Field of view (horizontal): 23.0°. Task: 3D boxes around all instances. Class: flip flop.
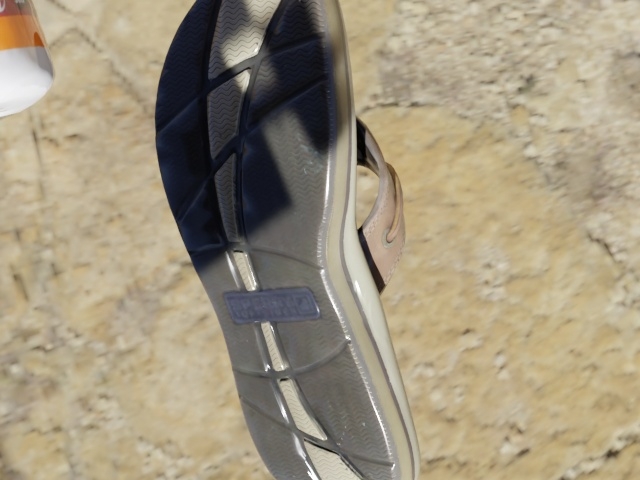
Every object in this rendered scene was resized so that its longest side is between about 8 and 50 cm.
[{"bbox_3d":[0.000,0.000,0.748,0.112,0.080,0.277,-1,111,39],"label":"flip flop"}]

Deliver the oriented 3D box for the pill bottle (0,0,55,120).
[{"bbox_3d":[-0.185,-0.139,0.560,0.121,0.121,0.221,-17,94,33],"label":"pill bottle"}]
